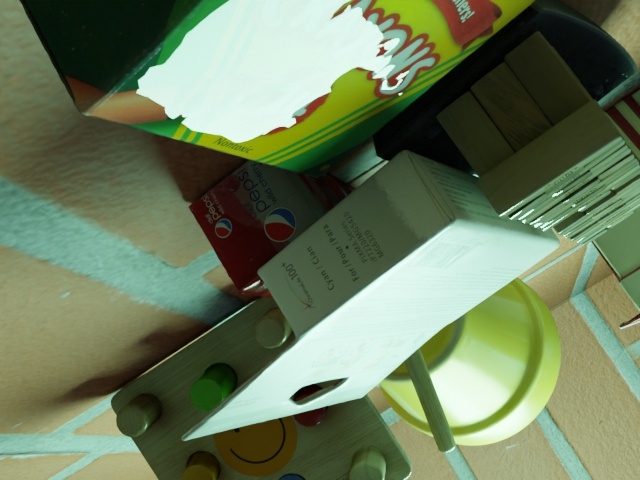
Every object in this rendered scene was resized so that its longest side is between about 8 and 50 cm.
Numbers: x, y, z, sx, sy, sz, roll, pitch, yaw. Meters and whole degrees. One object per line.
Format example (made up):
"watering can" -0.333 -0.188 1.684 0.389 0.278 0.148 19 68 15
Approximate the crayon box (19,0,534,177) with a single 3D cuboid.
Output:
"crayon box" 0.047 -0.163 0.362 0.318 0.081 0.202 -39 159 22

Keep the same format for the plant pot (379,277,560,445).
"plant pot" 0.162 0.130 1.060 0.254 0.254 0.239 -36 146 16

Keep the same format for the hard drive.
"hard drive" 0.154 -0.124 0.659 0.172 0.054 0.255 -41 159 29

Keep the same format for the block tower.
"block tower" 0.199 -0.066 0.649 0.091 0.097 0.335 -37 162 19

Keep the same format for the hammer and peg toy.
"hammer and peg toy" -0.021 0.192 0.882 0.361 0.266 0.127 -32 180 8

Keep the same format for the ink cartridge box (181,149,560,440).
"ink cartridge box" 0.046 0.050 0.664 0.261 0.066 0.296 -40 159 21

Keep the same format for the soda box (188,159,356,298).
"soda box" 0.000 0.000 0.699 0.092 0.083 0.263 -37 160 12

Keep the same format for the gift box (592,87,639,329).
"gift box" 0.430 -0.037 0.981 0.255 0.258 0.276 -38 161 20
